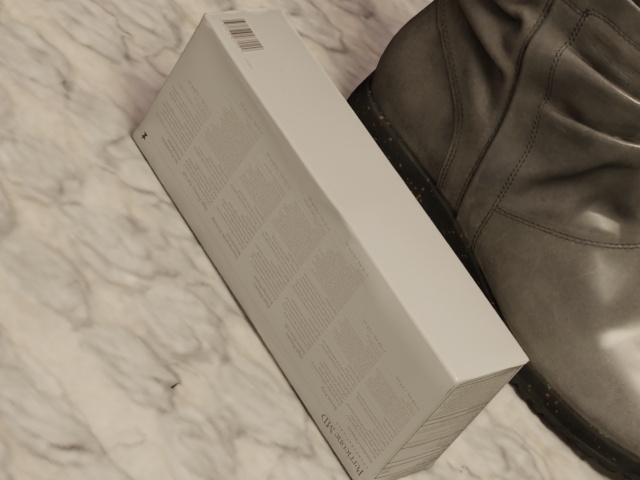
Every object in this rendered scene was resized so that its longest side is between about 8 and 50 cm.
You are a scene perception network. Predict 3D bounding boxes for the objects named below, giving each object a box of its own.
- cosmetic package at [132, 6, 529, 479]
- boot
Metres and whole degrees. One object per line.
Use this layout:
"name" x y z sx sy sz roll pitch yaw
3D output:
"cosmetic package" 0.000 0.000 0.964 0.060 0.099 0.239 -11 59 -44
"boot" 0.164 -0.033 1.012 0.338 0.223 0.118 46 41 12
